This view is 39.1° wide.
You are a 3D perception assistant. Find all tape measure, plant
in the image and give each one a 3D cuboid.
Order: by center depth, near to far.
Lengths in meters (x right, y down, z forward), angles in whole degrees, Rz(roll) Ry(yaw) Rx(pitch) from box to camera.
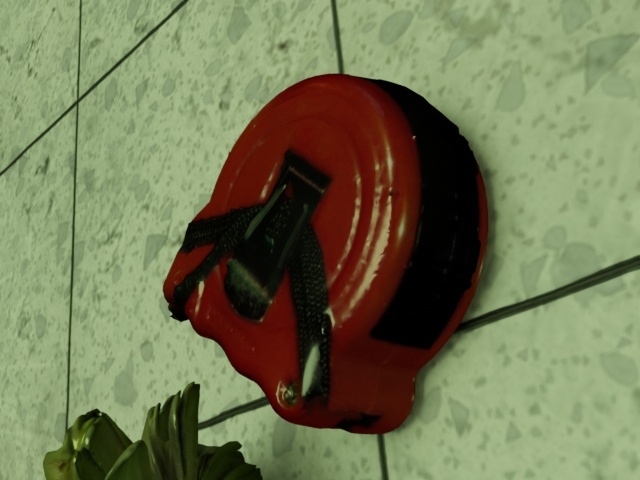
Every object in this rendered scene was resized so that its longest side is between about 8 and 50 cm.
[{"bbox_3d":[-0.118,0.283,0.627,0.261,0.306,0.297,-37,76,2],"label":"plant"},{"bbox_3d":[0.000,0.000,0.682,0.253,0.114,0.260,36,105,49],"label":"tape measure"}]
